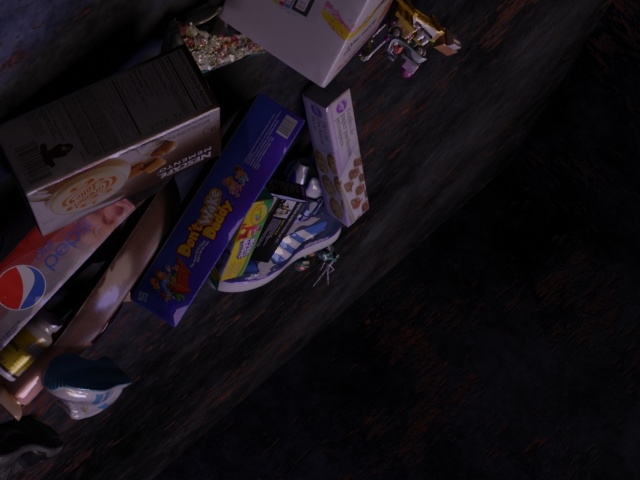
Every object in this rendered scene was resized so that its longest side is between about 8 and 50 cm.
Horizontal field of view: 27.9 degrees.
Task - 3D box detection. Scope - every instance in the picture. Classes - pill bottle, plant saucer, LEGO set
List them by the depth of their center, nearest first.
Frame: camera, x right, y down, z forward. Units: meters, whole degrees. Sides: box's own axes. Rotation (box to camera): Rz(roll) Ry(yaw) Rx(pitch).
[{"bbox_3d":[-0.292,0.037,1.908,0.310,0.050,0.310,-55,-171,13],"label":"plant saucer"},{"bbox_3d":[-0.453,0.154,1.975,0.116,0.065,0.065,-45,168,-6],"label":"pill bottle"},{"bbox_3d":[0.144,-0.347,2.261,0.107,0.132,0.287,-42,177,22],"label":"LEGO set"}]

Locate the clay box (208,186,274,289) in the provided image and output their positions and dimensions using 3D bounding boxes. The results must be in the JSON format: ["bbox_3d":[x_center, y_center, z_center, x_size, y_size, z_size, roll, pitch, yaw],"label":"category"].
[{"bbox_3d":[-0.157,-0.033,2.156,0.053,0.127,0.222,-14,145,-33],"label":"clay box"}]

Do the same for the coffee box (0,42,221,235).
[{"bbox_3d":[-0.249,-0.119,1.544,0.246,0.098,0.141,-26,164,-13],"label":"coffee box"}]

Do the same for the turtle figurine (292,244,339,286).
[{"bbox_3d":[0.000,0.000,2.909,0.175,0.118,0.234,-61,177,-79],"label":"turtle figurine"}]

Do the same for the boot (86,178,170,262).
[{"bbox_3d":[-0.259,-0.104,1.765,0.305,0.112,0.115,-50,-173,39],"label":"boot"}]

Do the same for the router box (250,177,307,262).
[{"bbox_3d":[-0.121,-0.041,2.343,0.133,0.046,0.179,13,134,-25],"label":"router box"}]

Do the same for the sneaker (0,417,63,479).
[{"bbox_3d":[-0.569,0.397,2.343,0.130,0.087,0.227,-48,165,18],"label":"sneaker"}]

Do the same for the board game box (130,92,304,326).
[{"bbox_3d":[-0.161,-0.048,1.927,0.347,0.078,0.233,-58,-171,-3],"label":"board game box"}]

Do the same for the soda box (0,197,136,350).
[{"bbox_3d":[-0.367,0.010,1.669,0.263,0.083,0.092,-46,125,2],"label":"soda box"}]

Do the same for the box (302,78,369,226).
[{"bbox_3d":[0.030,-0.157,2.339,0.063,0.067,0.324,-42,147,-23],"label":"box"}]

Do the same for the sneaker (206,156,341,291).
[{"bbox_3d":[-0.085,-0.056,2.483,0.323,0.130,0.236,-26,142,-26],"label":"sneaker"}]

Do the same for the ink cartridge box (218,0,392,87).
[{"bbox_3d":[0.014,-0.349,1.604,0.171,0.168,0.232,-51,175,-43],"label":"ink cartridge box"}]

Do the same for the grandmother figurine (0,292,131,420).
[{"bbox_3d":[-0.393,0.142,2.091,0.342,0.104,0.208,-46,-166,-16],"label":"grandmother figurine"}]

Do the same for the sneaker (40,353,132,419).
[{"bbox_3d":[-0.375,0.236,2.014,0.092,0.087,0.229,-48,163,5],"label":"sneaker"}]

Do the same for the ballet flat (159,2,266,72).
[{"bbox_3d":[-0.124,-0.271,1.683,0.241,0.091,0.077,-35,132,-58],"label":"ballet flat"}]
